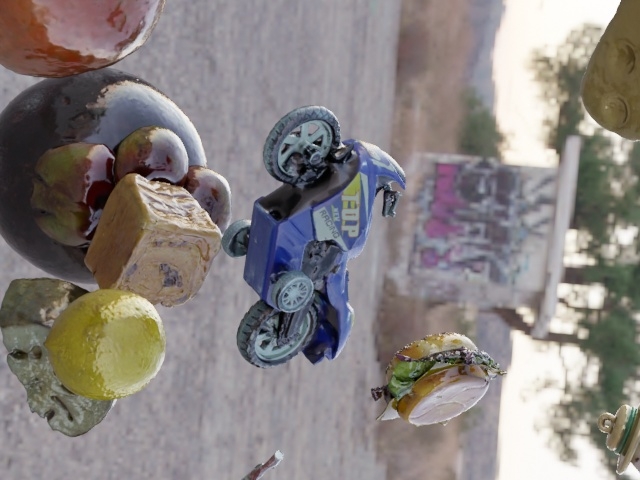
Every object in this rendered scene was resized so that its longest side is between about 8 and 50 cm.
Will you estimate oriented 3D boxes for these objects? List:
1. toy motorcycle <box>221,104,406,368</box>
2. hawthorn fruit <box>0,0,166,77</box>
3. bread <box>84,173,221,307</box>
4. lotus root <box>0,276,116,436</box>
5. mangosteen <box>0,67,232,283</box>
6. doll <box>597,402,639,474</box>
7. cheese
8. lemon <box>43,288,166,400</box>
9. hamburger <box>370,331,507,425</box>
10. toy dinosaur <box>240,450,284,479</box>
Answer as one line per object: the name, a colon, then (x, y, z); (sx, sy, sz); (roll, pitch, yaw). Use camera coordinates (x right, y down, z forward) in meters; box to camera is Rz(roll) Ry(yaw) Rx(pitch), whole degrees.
toy motorcycle: (0.000, 0.000, 1.262); (0.113, 0.169, 0.315); (43, -45, 41)
hawthorn fruit: (-0.233, -0.252, 1.002); (0.262, 0.210, 0.210); (46, 47, -62)
bread: (-0.243, 0.005, 1.810); (0.143, 0.149, 0.158); (44, -71, 46)
lotus root: (-0.360, 0.163, 1.785); (0.119, 0.138, 0.235); (-103, 170, -61)
mangosteen: (-0.346, -0.105, 2.081); (0.382, 0.435, 0.382); (-4, 97, -42)
doll: (0.584, 0.311, 1.914); (0.208, 0.271, 0.144); (66, 10, 3)
cheese: (0.519, -0.254, 1.763); (0.384, 0.104, 0.384); (19, -66, 51)
lemon: (-0.204, 0.100, 1.211); (0.133, 0.109, 0.109); (-3, 100, -43)
hamburger: (0.156, 0.187, 1.724); (0.189, 0.164, 0.093); (20, 38, -51)
toy dinosaur: (-0.108, 0.374, 1.778); (0.053, 0.167, 0.242); (49, 2, -3)
